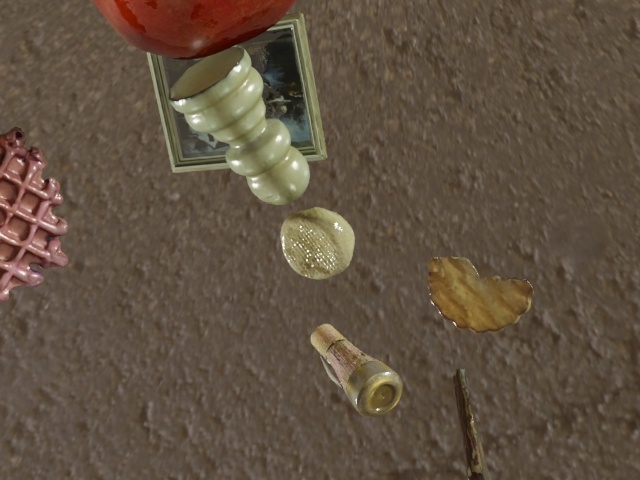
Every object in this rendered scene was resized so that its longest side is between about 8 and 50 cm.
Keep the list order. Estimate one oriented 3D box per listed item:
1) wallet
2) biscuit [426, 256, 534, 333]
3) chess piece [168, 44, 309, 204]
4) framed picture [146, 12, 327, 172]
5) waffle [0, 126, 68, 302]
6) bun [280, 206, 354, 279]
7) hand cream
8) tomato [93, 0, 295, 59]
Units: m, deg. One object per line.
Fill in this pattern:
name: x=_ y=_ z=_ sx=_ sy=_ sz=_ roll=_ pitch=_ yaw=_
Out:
wallet: x=0.207 y=0.296 z=1.435 sx=0.031 sy=0.232 sz=0.122 roll=-13 pitch=133 yaw=7
biscuit: x=0.258 y=0.095 z=1.787 sx=0.183 sy=0.061 sz=0.118 roll=20 pitch=96 yaw=16
chess piece: x=-0.104 y=-0.153 z=1.576 sx=0.133 sy=0.133 sz=0.243 roll=-27 pitch=119 yaw=14
framed picture: x=-0.140 y=-0.225 z=1.690 sx=0.296 sy=0.019 sz=0.232 roll=-3 pitch=106 yaw=28
waffle: x=-0.435 y=-0.023 z=1.330 sx=0.234 sy=0.055 sz=0.221 roll=-18 pitch=105 yaw=-19
bun: x=0.000 y=0.000 z=1.181 sx=0.086 sy=0.055 sz=0.086 roll=10 pitch=118 yaw=20
hand cream: x=0.046 y=0.195 z=1.704 sx=0.084 sy=0.203 sz=0.084 roll=-16 pitch=124 yaw=-25
tomato: x=-0.173 y=-0.382 z=1.270 sx=0.293 sy=0.290 sz=0.325 roll=-25 pitch=86 yaw=-16
